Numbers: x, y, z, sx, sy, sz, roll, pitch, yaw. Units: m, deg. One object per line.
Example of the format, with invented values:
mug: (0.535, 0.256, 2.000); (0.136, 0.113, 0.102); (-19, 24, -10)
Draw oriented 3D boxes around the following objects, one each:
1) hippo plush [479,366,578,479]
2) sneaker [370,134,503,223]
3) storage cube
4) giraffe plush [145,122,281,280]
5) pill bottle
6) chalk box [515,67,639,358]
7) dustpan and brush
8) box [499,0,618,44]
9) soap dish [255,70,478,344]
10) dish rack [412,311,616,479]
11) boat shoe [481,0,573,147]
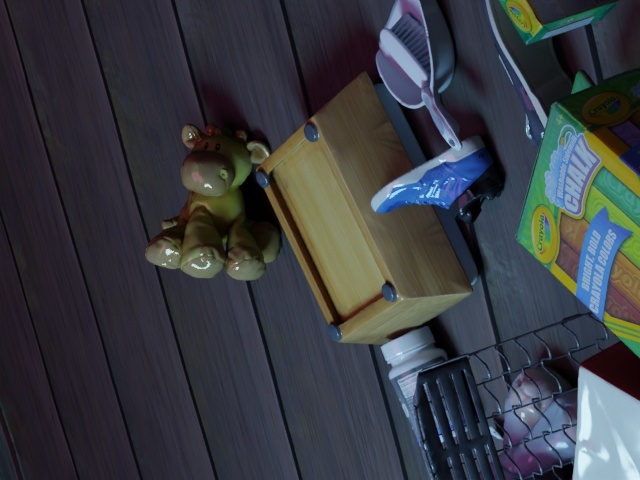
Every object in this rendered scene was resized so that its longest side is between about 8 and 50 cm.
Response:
hippo plush: (0.195, 0.283, 2.110); (0.294, 0.236, 0.234); (13, 119, 56)
sneaker: (0.134, -0.047, 2.136); (0.152, 0.058, 0.084); (-29, 85, 20)
storage cube: (0.370, 0.192, 1.795); (0.215, 0.193, 0.183); (32, 134, 41)
giraffe plush: (-0.137, -0.063, 2.557); (0.210, 0.181, 0.170); (-93, 8, -67)
pill bottle: (0.130, 0.178, 2.313); (0.137, 0.078, 0.078); (66, 150, 7)
chalk box: (0.310, -0.044, 1.774); (0.289, 0.179, 0.180); (45, 142, 35)
dustpan and brush: (0.117, -0.185, 2.123); (0.211, 0.060, 0.147); (54, 147, 24)
box: (0.203, -0.287, 1.872); (0.179, 0.105, 0.043); (62, 149, 13)
soap dish: (0.048, -0.026, 2.281); (0.291, 0.118, 0.229); (64, 150, 6)
dish rack: (0.238, 0.186, 1.968); (0.074, 0.271, 0.208); (-167, 58, -82)
boat shoe: (0.205, -0.188, 1.964); (0.065, 0.075, 0.206); (-20, 96, 57)
